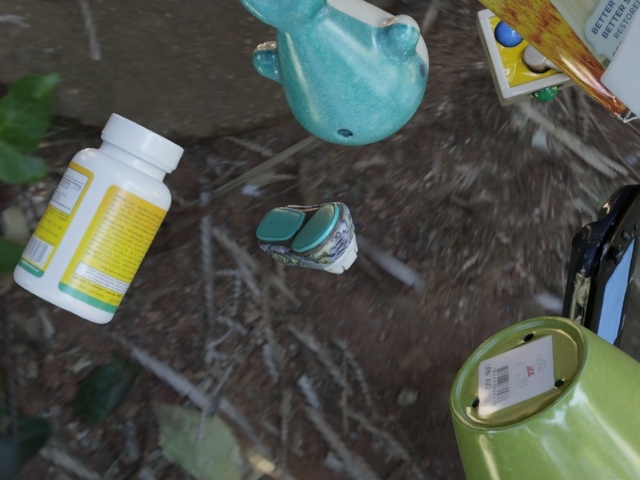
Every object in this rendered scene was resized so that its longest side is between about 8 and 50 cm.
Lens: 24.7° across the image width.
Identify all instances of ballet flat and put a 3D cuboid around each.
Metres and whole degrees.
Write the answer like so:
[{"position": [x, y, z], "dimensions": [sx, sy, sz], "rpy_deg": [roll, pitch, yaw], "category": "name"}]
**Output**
[{"position": [0.000, 0.000, 0.813], "dimensions": [0.041, 0.114, 0.041], "rpy_deg": [-1, 93, -20], "category": "ballet flat"}]

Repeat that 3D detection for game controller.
[{"position": [0.340, 0.082, 1.770], "dimensions": [0.067, 0.166, 0.319], "rpy_deg": [28, 139, 27], "category": "game controller"}]

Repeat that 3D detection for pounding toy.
[{"position": [0.269, -0.223, 1.753], "dimensions": [0.130, 0.100, 0.141], "rpy_deg": [-17, 85, 4], "category": "pounding toy"}]

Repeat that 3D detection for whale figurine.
[{"position": [0.012, -0.205, 1.675], "dimensions": [0.216, 0.272, 0.141], "rpy_deg": [-6, 64, 28], "category": "whale figurine"}]

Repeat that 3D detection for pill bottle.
[{"position": [-0.233, -0.026, 1.574], "dimensions": [0.118, 0.117, 0.208], "rpy_deg": [27, 88, 4], "category": "pill bottle"}]

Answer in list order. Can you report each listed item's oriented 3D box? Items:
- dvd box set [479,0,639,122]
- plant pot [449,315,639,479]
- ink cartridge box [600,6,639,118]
[{"position": [0.170, -0.339, 1.131], "dimensions": [0.420, 0.062, 0.307], "rpy_deg": [45, 129, 21], "category": "dvd box set"}, {"position": [0.246, 0.217, 1.324], "dimensions": [0.275, 0.274, 0.293], "rpy_deg": [-31, 119, 11], "category": "plant pot"}, {"position": [0.313, -0.090, 0.812], "dimensions": [0.232, 0.171, 0.168], "rpy_deg": [52, 129, 38], "category": "ink cartridge box"}]
